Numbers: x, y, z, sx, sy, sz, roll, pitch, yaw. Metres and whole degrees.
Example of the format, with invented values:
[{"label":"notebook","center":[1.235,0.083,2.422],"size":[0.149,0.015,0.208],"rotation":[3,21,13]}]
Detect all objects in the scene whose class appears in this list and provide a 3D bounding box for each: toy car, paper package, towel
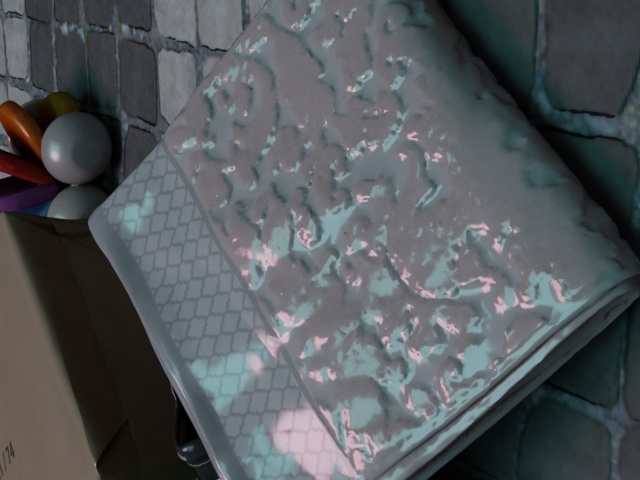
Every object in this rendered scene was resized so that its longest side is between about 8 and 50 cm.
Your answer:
[{"label":"toy car","center":[-0.303,-0.064,1.213],"size":[0.159,0.136,0.182],"rotation":[20,115,52]},{"label":"paper package","center":[-0.236,0.181,1.106],"size":[0.309,0.168,0.325],"rotation":[59,135,32]},{"label":"towel","center":[0.000,0.000,0.750],"size":[0.317,0.053,0.332],"rotation":[-46,58,23]}]

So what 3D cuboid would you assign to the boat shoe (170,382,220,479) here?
[{"label":"boat shoe","center":[-0.078,0.102,0.911],"size":[0.084,0.079,0.233],"rotation":[-40,29,20]}]

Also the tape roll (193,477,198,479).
[{"label":"tape roll","center":[-0.047,0.286,0.797],"size":[0.077,0.321,0.321],"rotation":[43,159,-27]}]
